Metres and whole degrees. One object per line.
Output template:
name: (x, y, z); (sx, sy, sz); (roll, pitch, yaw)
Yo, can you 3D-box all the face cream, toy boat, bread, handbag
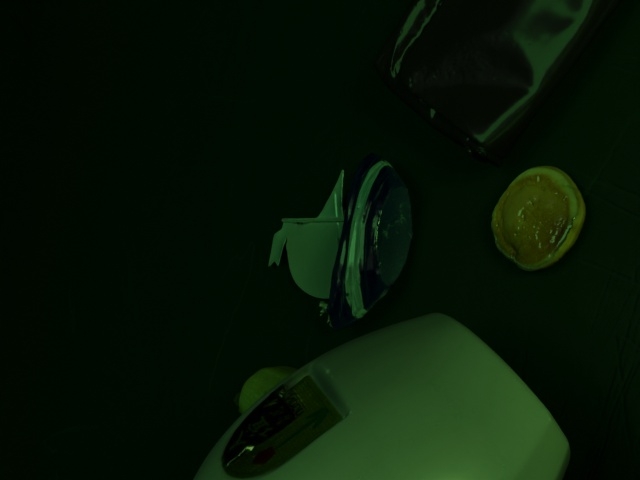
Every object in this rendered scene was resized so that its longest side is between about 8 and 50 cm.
face cream: (0.021, 0.235, 0.729); (0.357, 0.219, 0.312); (-38, 19, -7)
toy boat: (0.000, 0.000, 1.065); (0.291, 0.067, 0.220); (1, 78, 55)
bread: (0.214, -0.022, 0.827); (0.110, 0.024, 0.110); (-22, 61, 45)
handbag: (0.193, -0.226, 0.895); (0.246, 0.080, 0.223); (-56, 47, 18)

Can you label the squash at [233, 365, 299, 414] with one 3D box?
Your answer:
squash: (-0.040, 0.197, 0.990); (0.288, 0.137, 0.137); (21, 94, 55)
